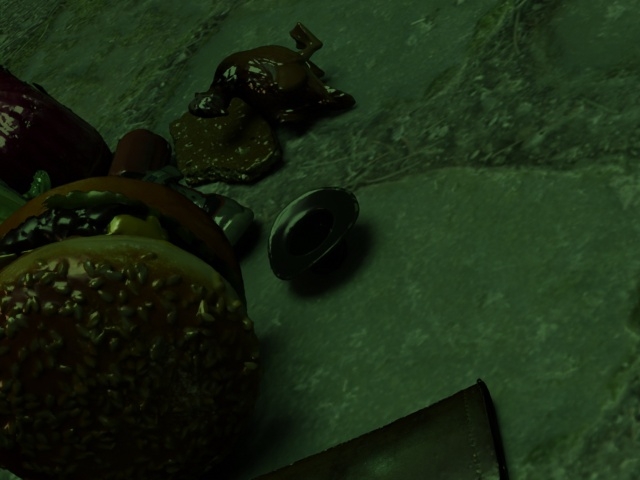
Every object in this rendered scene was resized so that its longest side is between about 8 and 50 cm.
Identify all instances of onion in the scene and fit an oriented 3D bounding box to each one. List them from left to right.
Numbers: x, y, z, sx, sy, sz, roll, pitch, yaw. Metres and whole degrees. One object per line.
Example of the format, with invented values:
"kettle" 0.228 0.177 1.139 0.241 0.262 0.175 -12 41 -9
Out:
"onion" -0.401 -0.086 1.661 0.256 0.272 0.230 -64 28 22

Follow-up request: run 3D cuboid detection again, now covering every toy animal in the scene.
"toy animal" -0.056 -0.181 1.588 0.188 0.089 0.179 27 51 34

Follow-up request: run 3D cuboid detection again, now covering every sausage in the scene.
"sausage" -0.228 -0.086 1.642 0.076 0.076 0.141 -22 38 19

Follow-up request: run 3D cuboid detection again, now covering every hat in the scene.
"hat" 0.000 0.000 1.338 0.121 0.050 0.121 -24 38 21

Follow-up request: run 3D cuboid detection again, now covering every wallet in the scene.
"wallet" 0.027 0.208 1.051 0.255 0.031 0.137 -24 33 17

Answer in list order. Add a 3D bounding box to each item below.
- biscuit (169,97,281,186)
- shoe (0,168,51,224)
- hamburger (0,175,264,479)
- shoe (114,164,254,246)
"biscuit" -0.121 -0.122 1.639 0.131 0.026 0.237 -32 32 6
"shoe" -0.366 -0.009 1.499 0.140 0.262 0.128 -57 10 30
"hamburger" -0.191 0.091 1.183 0.291 0.291 0.225 -28 27 9
"shoe" -0.177 -0.041 1.488 0.227 0.125 0.099 -1 42 44
